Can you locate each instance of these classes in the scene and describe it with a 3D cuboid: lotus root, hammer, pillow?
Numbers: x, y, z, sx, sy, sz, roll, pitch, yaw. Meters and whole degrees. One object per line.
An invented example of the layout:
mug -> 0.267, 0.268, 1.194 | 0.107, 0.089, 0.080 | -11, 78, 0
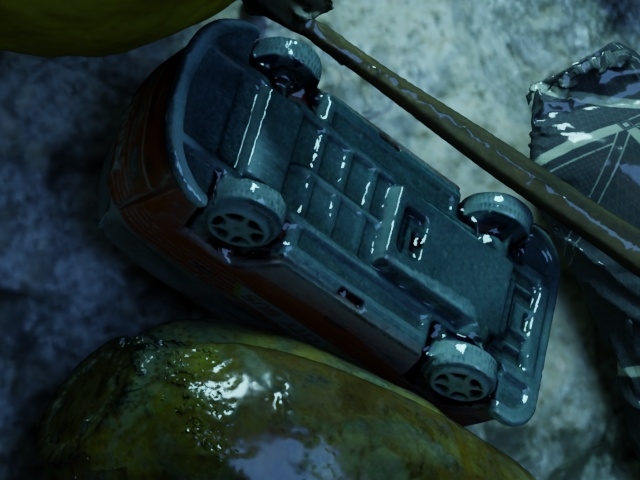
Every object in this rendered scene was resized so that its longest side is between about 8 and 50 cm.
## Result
lotus root -> -0.006, 0.137, 0.984 | 0.275, 0.152, 0.160 | 27, 102, -22
hammer -> 0.081, -0.056, 1.065 | 0.297, 0.125, 0.027 | 35, 90, -5
pillow -> 0.228, 0.038, 1.225 | 0.161, 0.092, 0.335 | -21, 93, -34

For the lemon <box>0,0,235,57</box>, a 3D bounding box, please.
lemon -> -0.106, -0.233, 0.923 | 0.285, 0.285, 0.316 | 64, 30, -9

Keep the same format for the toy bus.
toy bus -> 0.000, 0.000, 1.038 | 0.265, 0.120, 0.121 | 34, 54, -29
